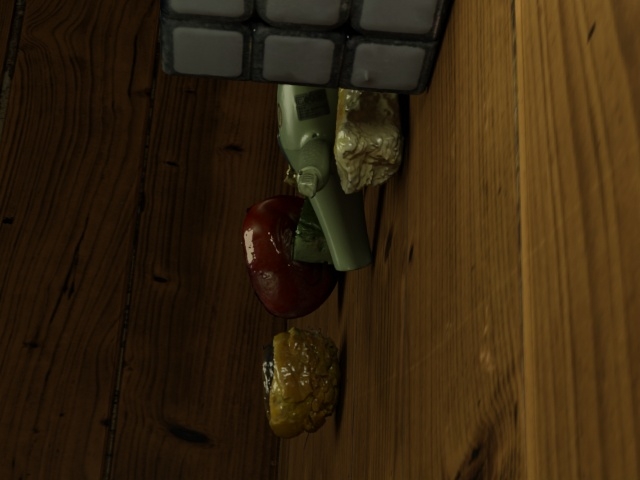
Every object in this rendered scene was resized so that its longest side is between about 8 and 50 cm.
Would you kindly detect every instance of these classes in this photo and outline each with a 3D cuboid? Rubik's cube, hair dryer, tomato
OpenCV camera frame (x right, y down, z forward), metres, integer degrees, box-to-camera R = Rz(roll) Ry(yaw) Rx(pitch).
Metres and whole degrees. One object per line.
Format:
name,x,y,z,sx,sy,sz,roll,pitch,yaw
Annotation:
Rubik's cube,-0.009,-0.363,1.320,0.304,0.305,0.301,98,174,-58
hair dryer,0.012,-0.057,1.671,0.298,0.118,0.296,-90,-16,-49
tomato,-0.036,0.020,2.211,0.101,0.228,0.228,-18,60,42

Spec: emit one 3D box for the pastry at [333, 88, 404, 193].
pastry,0.059,-0.172,1.565,0.121,0.089,0.259,80,-172,-49

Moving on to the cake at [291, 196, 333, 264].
cake,0.024,-0.077,2.149,0.100,0.099,0.235,100,-176,-61

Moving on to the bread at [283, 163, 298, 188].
bread,0.021,-0.176,1.882,0.260,0.129,0.134,104,177,-59

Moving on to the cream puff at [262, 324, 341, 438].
cream puff,-0.029,0.232,2.084,0.189,0.129,0.189,-3,-90,-89
